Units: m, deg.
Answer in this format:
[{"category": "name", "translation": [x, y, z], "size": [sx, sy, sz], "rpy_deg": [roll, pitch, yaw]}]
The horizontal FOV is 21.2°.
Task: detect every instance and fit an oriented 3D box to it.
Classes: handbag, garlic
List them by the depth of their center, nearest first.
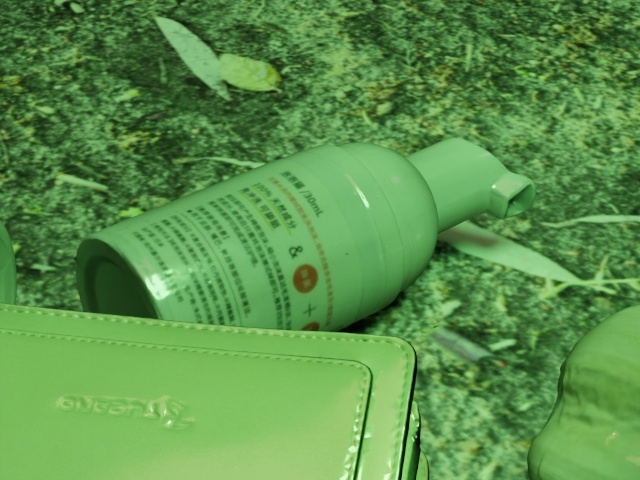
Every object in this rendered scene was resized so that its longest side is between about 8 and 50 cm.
[{"category": "handbag", "translation": [-0.121, 0.182, 1.084], "size": [0.358, 0.160, 0.237], "rpy_deg": [5, 49, 10]}, {"category": "garlic", "translation": [0.256, 0.118, 1.158], "size": [0.281, 0.185, 0.203], "rpy_deg": [-27, 24, -30]}]

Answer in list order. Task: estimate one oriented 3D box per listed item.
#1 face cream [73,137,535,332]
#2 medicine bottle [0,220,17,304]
[{"category": "face cream", "translation": [0.000, 0.000, 1.356], "size": [0.369, 0.145, 0.145], "rpy_deg": [-23, 41, -30]}, {"category": "medicine bottle", "translation": [-0.391, 0.029, 1.304], "size": [0.288, 0.157, 0.157], "rpy_deg": [10, 37, 14]}]
